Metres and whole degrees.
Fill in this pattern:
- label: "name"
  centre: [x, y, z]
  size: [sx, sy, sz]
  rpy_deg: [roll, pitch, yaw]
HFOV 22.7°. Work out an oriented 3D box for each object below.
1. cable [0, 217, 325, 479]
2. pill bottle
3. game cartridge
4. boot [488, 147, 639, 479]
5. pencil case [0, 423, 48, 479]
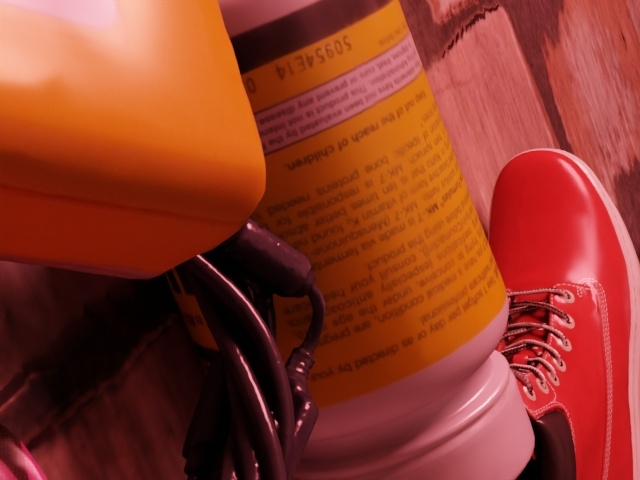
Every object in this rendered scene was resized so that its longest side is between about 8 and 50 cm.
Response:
- label: "cable"
  centre: [-0.067, 0.043, 0.459]
  size: [0.150, 0.047, 0.184]
  rpy_deg: [49, 46, -23]
- label: "pill bottle"
  centre: [0.000, 0.000, 0.591]
  size: [0.209, 0.119, 0.119]
  rpy_deg: [68, 24, -14]
- label: "game cartridge"
  centre: [-0.158, -0.142, 0.298]
  size: [0.323, 0.052, 0.285]
  rpy_deg: [11, 56, -54]
- label: "boot"
  centre: [0.117, 0.051, 0.874]
  size: [0.176, 0.088, 0.244]
  rpy_deg: [24, 58, -59]
- label: "pencil case"
  centre: [-0.128, 0.074, 0.296]
  size: [0.098, 0.095, 0.209]
  rpy_deg: [63, 18, 15]
